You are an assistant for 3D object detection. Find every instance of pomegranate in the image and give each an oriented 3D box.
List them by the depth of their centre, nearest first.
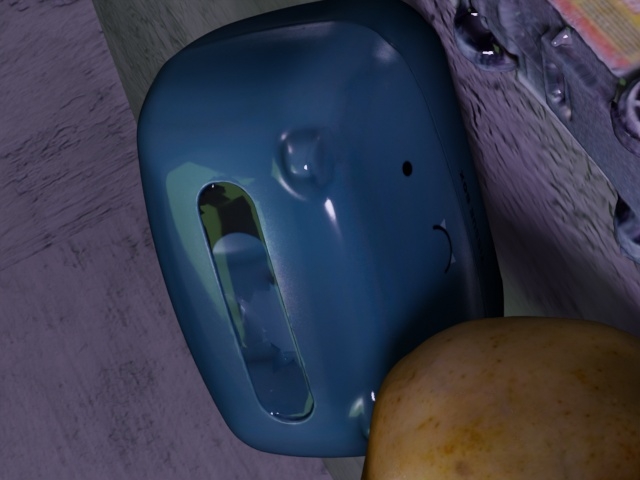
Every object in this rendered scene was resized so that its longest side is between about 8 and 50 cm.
[{"bbox_3d":[0.126,0.157,1.004,0.233,0.233,0.233,60,170,17],"label":"pomegranate"}]

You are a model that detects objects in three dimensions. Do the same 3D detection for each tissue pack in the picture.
[{"bbox_3d":[0.000,0.000,1.141,0.206,0.198,0.287,-50,-49,-58],"label":"tissue pack"}]

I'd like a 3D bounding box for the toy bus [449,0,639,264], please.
[{"bbox_3d":[0.128,-0.079,0.696,0.268,0.106,0.092,54,167,33],"label":"toy bus"}]
